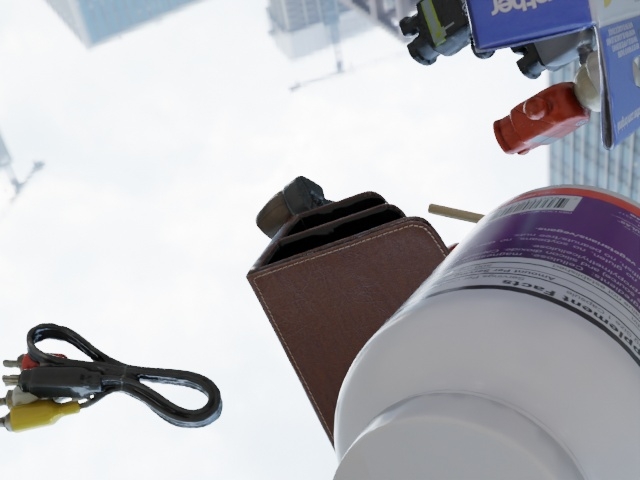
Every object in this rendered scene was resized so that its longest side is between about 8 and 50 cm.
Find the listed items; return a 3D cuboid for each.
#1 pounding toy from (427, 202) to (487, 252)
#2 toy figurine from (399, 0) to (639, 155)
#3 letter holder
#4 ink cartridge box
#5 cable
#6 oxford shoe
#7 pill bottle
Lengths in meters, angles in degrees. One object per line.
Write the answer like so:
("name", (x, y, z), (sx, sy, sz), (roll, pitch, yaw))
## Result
("pounding toy", (0.193, 0.009, 1.407), (0.269, 0.155, 0.154), (-24, -176, 33))
("toy figurine", (0.199, -0.212, 0.985), (0.148, 0.213, 0.209), (-31, -155, 39))
("letter holder", (0.096, 0.103, 1.121), (0.214, 0.302, 0.152), (-19, -163, 24))
("ink cartridge box", (0.100, -0.202, 0.491), (0.065, 0.311, 0.186), (-11, -171, 26))
("cable", (-0.259, 0.173, 1.277), (0.287, 0.072, 0.139), (4, -132, -2))
("oxford shoe", (0.000, 0.000, 1.307), (0.096, 0.227, 0.083), (-33, -132, 20))
("pill bottle", (0.124, 0.089, 0.620), (0.181, 0.181, 0.323), (9, -158, 22))
